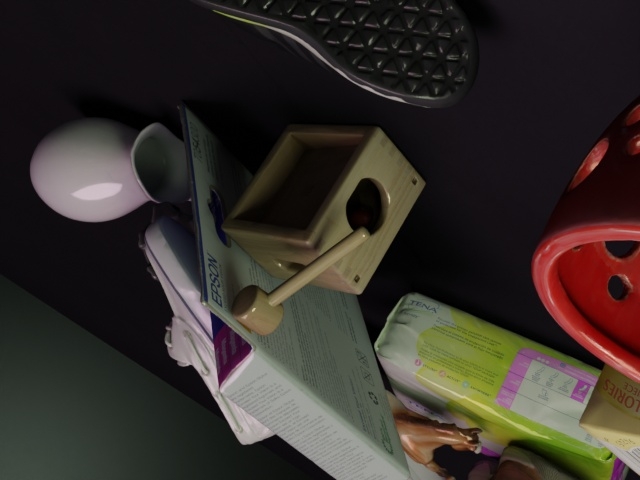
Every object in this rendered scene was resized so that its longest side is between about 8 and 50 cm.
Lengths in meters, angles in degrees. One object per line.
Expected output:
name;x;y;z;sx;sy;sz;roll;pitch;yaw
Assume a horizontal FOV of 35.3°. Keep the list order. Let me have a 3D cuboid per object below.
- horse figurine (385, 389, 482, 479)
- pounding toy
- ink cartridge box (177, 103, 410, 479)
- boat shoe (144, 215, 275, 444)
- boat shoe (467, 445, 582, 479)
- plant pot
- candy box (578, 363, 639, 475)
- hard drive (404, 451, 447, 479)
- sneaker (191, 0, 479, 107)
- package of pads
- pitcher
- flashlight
horse figurine;0.077;0.212;1.211;0.263;0.066;0.174;29;165;25
pounding toy;0.003;0.006;0.887;0.181;0.206;0.094;9;151;48
ink cartridge box;-0.052;0.061;1.035;0.330;0.071;0.324;44;-161;-35
boat shoe;-0.119;0.099;1.040;0.258;0.084;0.095;58;-166;-2
boat shoe;0.228;0.318;1.152;0.123;0.116;0.324;28;162;7
plant pot;0.233;-0.016;0.529;0.191;0.174;0.191;29;162;10
candy box;0.323;0.070;0.590;0.087;0.182;0.316;38;160;-25
hard drive;0.067;0.253;1.436;0.353;0.047;0.233;50;170;21
sneaker;0.007;-0.163;0.702;0.235;0.084;0.097;29;-175;12
package of pads;0.217;0.188;1.177;0.297;0.101;0.229;22;160;24
pitcher;-0.229;-0.076;1.203;0.207;0.125;0.178;1;161;37
flashlight;-0.156;0.026;1.228;0.103;0.103;0.304;27;178;0
